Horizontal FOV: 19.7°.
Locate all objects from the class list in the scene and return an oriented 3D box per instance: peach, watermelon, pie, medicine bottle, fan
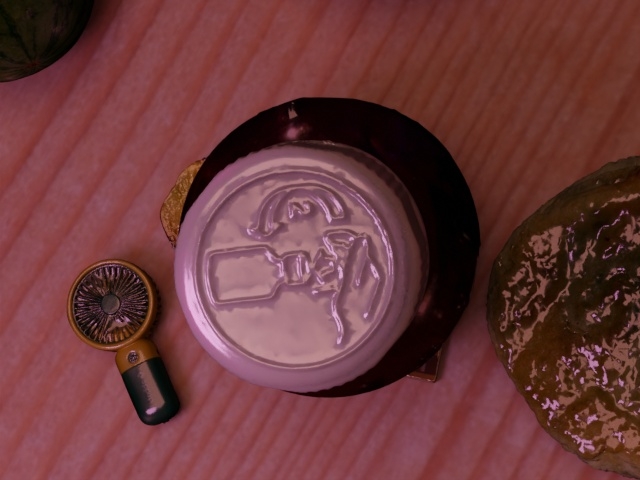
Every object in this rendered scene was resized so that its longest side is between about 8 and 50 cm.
[{"bbox_3d":[-0.093,-0.021,1.621,0.098,0.061,0.098,1,83,-7],"label":"peach"},{"bbox_3d":[-0.303,-0.247,1.656,0.188,0.188,0.214,-30,79,6],"label":"watermelon"},{"bbox_3d":[0.268,0.063,1.495,0.277,0.078,0.277,-5,77,22],"label":"pie"},{"bbox_3d":[0.000,0.000,1.394,0.243,0.395,0.242,0,89,7],"label":"medicine bottle"},{"bbox_3d":[-0.167,0.092,1.627,0.082,0.039,0.155,-25,75,7],"label":"fan"}]

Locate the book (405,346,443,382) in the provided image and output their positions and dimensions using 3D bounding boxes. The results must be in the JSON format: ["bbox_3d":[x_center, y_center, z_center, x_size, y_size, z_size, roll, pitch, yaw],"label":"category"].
[{"bbox_3d":[0.029,0.050,1.601,0.172,0.012,0.118,10,82,16],"label":"book"}]
